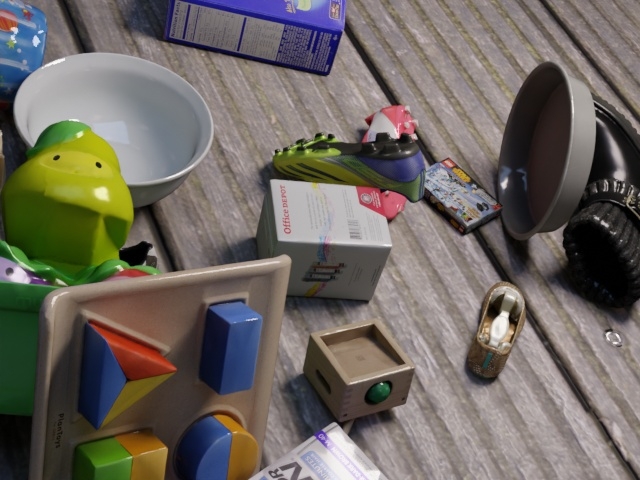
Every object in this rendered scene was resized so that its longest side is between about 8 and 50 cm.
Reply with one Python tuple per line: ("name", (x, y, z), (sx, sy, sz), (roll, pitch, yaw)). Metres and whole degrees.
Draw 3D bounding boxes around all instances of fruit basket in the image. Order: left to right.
("fruit basket", (-0.321, 0.026, 1.434), (0.392, 0.392, 0.283), (6, 2, -12))

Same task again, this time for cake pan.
("cake pan", (0.366, -0.142, 1.852), (0.054, 0.293, 0.293), (8, 45, -12))

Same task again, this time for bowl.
("bowl", (-0.320, -0.144, 1.748), (0.297, 0.134, 0.298), (10, 45, -10))

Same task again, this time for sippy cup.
("sippy cup", (-0.551, -0.305, 1.782), (0.224, 0.240, 0.306), (11, 60, -23))

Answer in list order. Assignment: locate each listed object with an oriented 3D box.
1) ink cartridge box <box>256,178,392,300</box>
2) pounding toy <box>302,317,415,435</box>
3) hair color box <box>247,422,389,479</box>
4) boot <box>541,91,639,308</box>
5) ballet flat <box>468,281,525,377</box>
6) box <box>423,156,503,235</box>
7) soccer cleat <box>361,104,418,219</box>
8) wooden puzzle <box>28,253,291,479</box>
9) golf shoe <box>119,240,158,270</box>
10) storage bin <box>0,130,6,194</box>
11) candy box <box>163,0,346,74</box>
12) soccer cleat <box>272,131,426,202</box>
("ink cartridge box", (0.000, 0.000, 1.715), (0.176, 0.127, 0.128), (5, 47, -14))
("pounding toy", (0.048, 0.200, 1.575), (0.130, 0.100, 0.141), (-11, 41, -27))
("hair color box", (-0.051, 0.381, 1.347), (0.338, 0.110, 0.185), (-29, 62, -35))
("boot", (0.451, -0.079, 1.894), (0.348, 0.131, 0.260), (48, 50, 7))
("ballet flat", (0.277, 0.120, 1.730), (0.073, 0.067, 0.206), (20, 44, 3))
("box", (0.229, -0.076, 1.934), (0.094, 0.027, 0.137), (-26, 60, -34))
("soccer cleat", (0.104, -0.128, 1.923), (0.095, 0.083, 0.248), (-12, 47, 29))
("wooden puzzle", (-0.168, 0.191, 1.303), (0.347, 0.322, 0.080), (-10, 27, -42))
("golf shoe", (-0.318, 0.048, 1.592), (0.198, 0.094, 0.077), (-21, 58, -31))
("storage bin", (-0.619, -0.090, 1.590), (0.262, 0.123, 0.260), (25, 51, 8))
("candy box", (-0.117, -0.460, 2.129), (0.317, 0.122, 0.268), (12, 46, -8))
("soccer cleat", (0.039, -0.106, 1.813), (0.289, 0.121, 0.093), (4, 26, 39))
